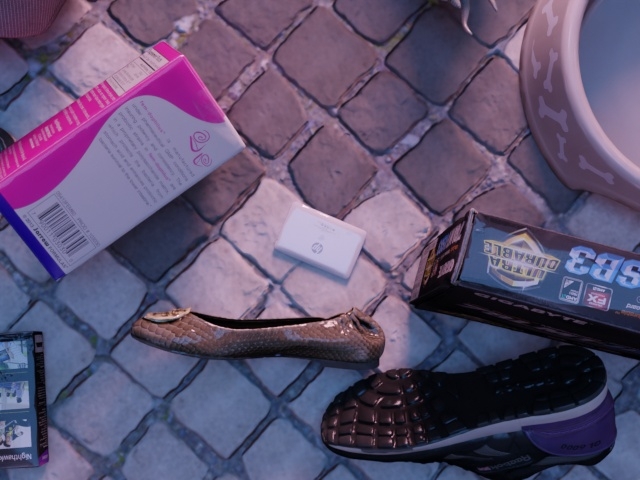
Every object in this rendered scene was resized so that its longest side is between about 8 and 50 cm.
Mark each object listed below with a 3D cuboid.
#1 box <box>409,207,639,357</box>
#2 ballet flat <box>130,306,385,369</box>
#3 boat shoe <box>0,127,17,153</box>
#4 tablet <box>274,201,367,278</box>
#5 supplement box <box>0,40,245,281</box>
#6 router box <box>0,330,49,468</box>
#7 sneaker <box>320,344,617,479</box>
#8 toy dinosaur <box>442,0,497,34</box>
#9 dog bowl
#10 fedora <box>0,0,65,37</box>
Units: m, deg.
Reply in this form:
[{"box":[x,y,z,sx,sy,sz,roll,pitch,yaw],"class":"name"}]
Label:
[{"box":[0.242,0.056,1.028,0.295,0.293,0.073,14,85,-1],"class":"box"},{"box":[-0.058,0.086,1.119,0.250,0.084,0.058,6,100,-6],"class":"ballet flat"},{"box":[-0.467,-0.064,1.114,0.335,0.095,0.112,-6,85,-2],"class":"boat shoe"},{"box":[0.000,0.000,1.169,0.083,0.006,0.054,23,85,1],"class":"tablet"},{"box":[-0.200,-0.081,1.100,0.220,0.114,0.111,-35,114,-4],"class":"supplement box"},{"box":[-0.363,0.160,1.123,0.179,0.046,0.133,-3,86,-2],"class":"router box"},{"box":[0.143,0.195,1.108,0.283,0.107,0.124,-9,125,16],"class":"sneaker"},{"box":[0.157,-0.374,1.169,0.160,0.121,0.313,33,80,-11],"class":"toy dinosaur"},{"box":[0.382,-0.175,1.150,0.348,0.102,0.349,0,84,-2],"class":"dog bowl"},{"box":[-0.344,-0.285,1.100,0.275,0.244,0.124,28,114,-8],"class":"fedora"}]
